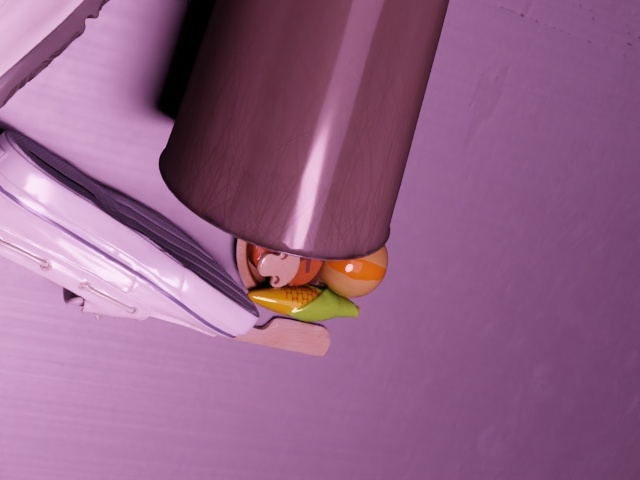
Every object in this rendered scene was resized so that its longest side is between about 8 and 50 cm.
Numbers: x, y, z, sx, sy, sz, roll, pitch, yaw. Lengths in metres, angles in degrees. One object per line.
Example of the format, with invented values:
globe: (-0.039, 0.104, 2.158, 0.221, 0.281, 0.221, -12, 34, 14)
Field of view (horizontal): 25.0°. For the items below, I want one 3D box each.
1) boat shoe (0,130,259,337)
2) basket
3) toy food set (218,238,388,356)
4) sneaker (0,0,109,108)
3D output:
boat shoe: (-0.144, 0.013, 0.961, 0.226, 0.083, 0.076, 37, 101, -28)
basket: (0.003, -0.131, 0.892, 0.154, 0.204, 0.226, 14, 110, -10)
toy food set: (0.000, 0.000, 1.064, 0.132, 0.038, 0.192, 12, 105, -37)
sneaker: (-0.192, -0.249, 0.766, 0.447, 0.169, 0.257, -48, 121, -15)
